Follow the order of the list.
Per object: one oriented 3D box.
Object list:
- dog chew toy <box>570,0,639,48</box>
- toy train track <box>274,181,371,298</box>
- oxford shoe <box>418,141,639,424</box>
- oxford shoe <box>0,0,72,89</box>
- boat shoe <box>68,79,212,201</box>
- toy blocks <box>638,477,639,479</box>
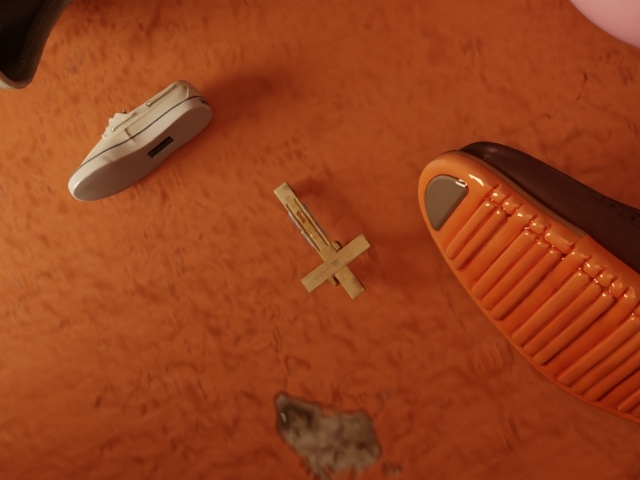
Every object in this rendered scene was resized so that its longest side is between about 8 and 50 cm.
[{"bbox_3d":[0.291,-0.192,0.605,0.331,0.206,0.207,7,89,-8],"label":"dog chew toy"},{"bbox_3d":[0.000,0.000,0.688,0.048,0.014,0.083,-37,84,7],"label":"toy train track"},{"bbox_3d":[0.224,0.042,0.651,0.363,0.130,0.133,36,65,1],"label":"oxford shoe"},{"bbox_3d":[-0.111,-0.272,0.618,0.130,0.169,0.449,34,97,3],"label":"oxford shoe"},{"bbox_3d":[-0.115,-0.063,0.681,0.100,0.035,0.035,-37,62,3],"label":"boat shoe"},{"bbox_3d":[0.194,0.195,0.664,0.148,0.054,0.123,29,90,1],"label":"toy blocks"}]
